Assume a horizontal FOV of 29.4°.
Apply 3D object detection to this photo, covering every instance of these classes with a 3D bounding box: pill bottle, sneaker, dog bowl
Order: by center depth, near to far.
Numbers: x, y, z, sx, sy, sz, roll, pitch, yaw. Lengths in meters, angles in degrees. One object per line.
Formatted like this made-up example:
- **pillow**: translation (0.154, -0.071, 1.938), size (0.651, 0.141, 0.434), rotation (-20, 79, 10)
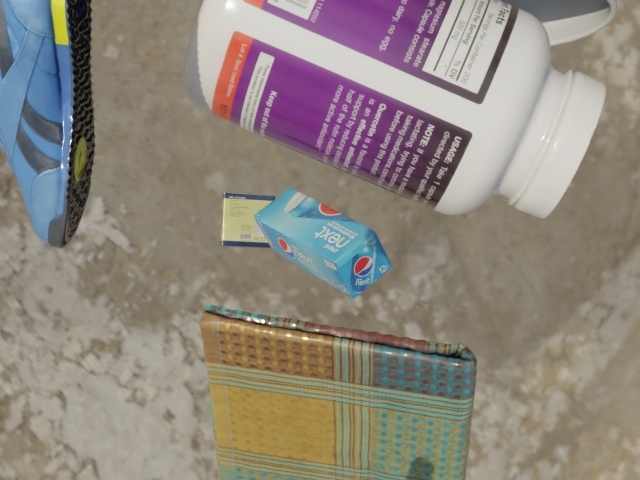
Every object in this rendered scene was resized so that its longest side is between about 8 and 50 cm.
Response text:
- **sneaker**: translation (-0.201, -0.096, 0.835), size (0.082, 0.069, 0.209), rotation (3, 113, 2)
- **pill bottle**: translation (0.062, -0.137, 1.013), size (0.323, 0.181, 0.181), rotation (24, 91, 1)
- **dog bowl**: translation (0.325, -0.392, 1.903), size (0.265, 0.265, 0.104), rotation (6, 76, -34)

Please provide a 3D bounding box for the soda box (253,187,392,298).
- **soda box**: translation (0.000, 0.000, 1.617), size (0.071, 0.210, 0.067), rotation (-39, 125, -16)

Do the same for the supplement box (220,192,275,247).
- **supplement box**: translation (-0.115, -0.031, 1.927), size (0.083, 0.056, 0.083), rotation (3, 88, -8)

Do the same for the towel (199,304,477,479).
- **towel**: translation (0.018, 0.206, 1.256), size (0.370, 0.272, 0.040), rotation (89, 13, -47)
